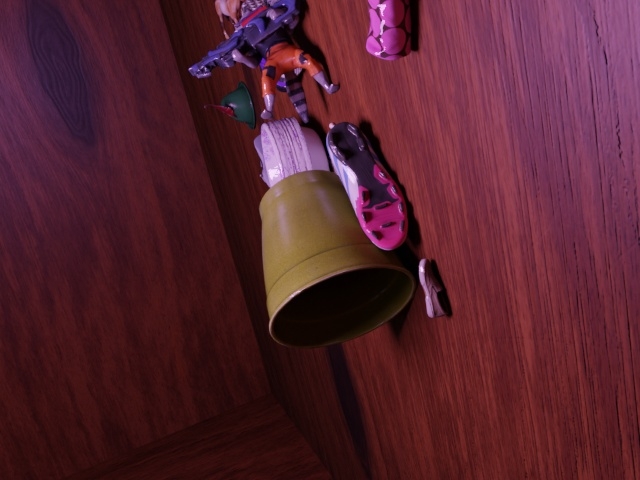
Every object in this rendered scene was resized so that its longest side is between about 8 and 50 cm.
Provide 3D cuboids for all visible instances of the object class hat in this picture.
[{"bbox_3d":[-0.350,-0.477,2.563,0.208,0.184,0.173,92,154,-50],"label":"hat"}]

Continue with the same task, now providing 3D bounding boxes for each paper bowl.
[{"bbox_3d":[-0.066,-0.207,1.996,0.284,0.148,0.284,164,90,-79],"label":"paper bowl"}]

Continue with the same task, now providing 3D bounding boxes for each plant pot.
[{"bbox_3d":[0.003,0.027,1.765,0.366,0.367,0.353,96,157,-55],"label":"plant pot"}]

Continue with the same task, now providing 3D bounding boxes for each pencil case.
[{"bbox_3d":[0.116,-0.441,1.295,0.098,0.095,0.209,17,130,31],"label":"pencil case"}]

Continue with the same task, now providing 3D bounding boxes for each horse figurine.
[{"bbox_3d":[-0.284,-0.733,2.280,0.263,0.066,0.174,40,151,56],"label":"horse figurine"}]

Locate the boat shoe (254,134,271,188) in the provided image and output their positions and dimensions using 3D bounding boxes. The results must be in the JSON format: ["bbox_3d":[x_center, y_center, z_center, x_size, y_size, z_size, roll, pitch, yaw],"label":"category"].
[{"bbox_3d":[-0.148,-0.231,2.328,0.306,0.113,0.105,-122,14,-45],"label":"boat shoe"}]

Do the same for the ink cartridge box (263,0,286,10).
[{"bbox_3d":[-0.117,-0.676,1.845,0.097,0.046,0.207,54,156,41],"label":"ink cartridge box"}]

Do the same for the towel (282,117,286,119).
[{"bbox_3d":[-0.084,-0.306,2.187,0.148,0.027,0.110,-125,24,-43],"label":"towel"}]

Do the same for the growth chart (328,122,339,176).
[{"bbox_3d":[0.059,-0.194,1.867,0.172,0.021,0.237,-128,24,-48],"label":"growth chart"}]

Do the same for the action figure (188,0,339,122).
[{"bbox_3d":[-0.147,-0.452,1.812,0.330,0.341,0.178,67,-170,21],"label":"action figure"}]

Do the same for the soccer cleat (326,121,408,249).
[{"bbox_3d":[0.116,-0.125,1.652,0.143,0.116,0.331,59,-172,-76],"label":"soccer cleat"}]

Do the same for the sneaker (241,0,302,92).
[{"bbox_3d":[-0.149,-0.542,1.998,0.146,0.102,0.293,110,137,-66],"label":"sneaker"}]

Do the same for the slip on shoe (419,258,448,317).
[{"bbox_3d":[0.252,0.105,1.563,0.041,0.051,0.135,-7,96,33],"label":"slip on shoe"}]
